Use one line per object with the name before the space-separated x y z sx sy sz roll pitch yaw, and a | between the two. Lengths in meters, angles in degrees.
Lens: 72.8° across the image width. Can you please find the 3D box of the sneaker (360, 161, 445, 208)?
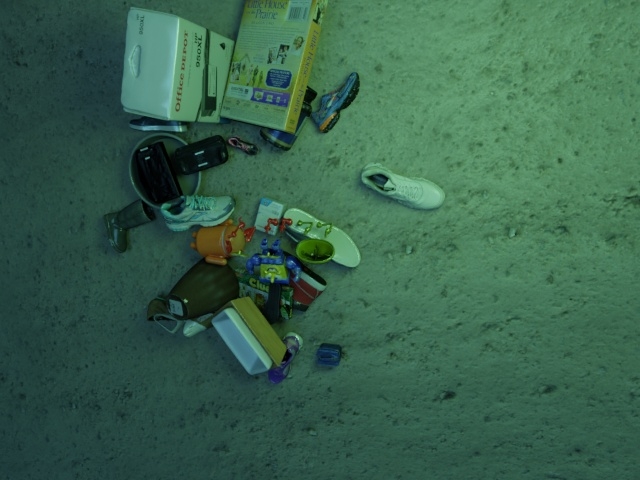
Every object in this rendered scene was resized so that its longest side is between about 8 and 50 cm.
sneaker | 0.266 -0.172 1.438 0.292 0.118 0.110 20 106 8

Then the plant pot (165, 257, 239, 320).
plant pot | -0.463 0.201 1.640 0.215 0.230 0.215 11 115 25

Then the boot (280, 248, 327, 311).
boot | -0.120 0.157 1.640 0.244 0.088 0.176 39 111 0

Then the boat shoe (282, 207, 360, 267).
boat shoe | 0.000 0.000 1.580 0.319 0.116 0.099 33 153 -2

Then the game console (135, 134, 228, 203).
game console | -0.506 -0.276 1.601 0.361 0.044 0.213 -15 102 12

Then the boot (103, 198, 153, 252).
boot | -0.771 -0.060 1.777 0.208 0.076 0.190 -16 101 11

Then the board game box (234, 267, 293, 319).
board game box | -0.222 0.203 1.665 0.259 0.030 0.136 17 118 24

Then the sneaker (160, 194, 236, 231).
sneaker | -0.456 -0.116 1.609 0.283 0.110 0.122 -16 142 4

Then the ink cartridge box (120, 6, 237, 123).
ink cartridge box | -0.428 -0.532 1.389 0.166 0.395 0.285 15 107 12

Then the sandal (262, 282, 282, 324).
sandal | -0.170 0.231 1.611 0.067 0.040 0.179 17 105 17

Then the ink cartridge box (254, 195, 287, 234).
ink cartridge box | -0.185 -0.092 1.612 0.088 0.052 0.122 21 107 10

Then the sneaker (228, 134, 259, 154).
sneaker | -0.282 -0.343 1.576 0.119 0.057 0.047 26 107 6

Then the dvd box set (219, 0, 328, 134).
dvd box set | -0.161 -0.579 1.402 0.307 0.062 0.420 20 100 32

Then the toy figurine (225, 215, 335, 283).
toy figurine | -0.129 0.062 1.505 0.362 0.191 0.217 2 135 4

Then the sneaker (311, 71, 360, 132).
sneaker | 0.047 -0.469 1.445 0.087 0.083 0.221 43 107 8

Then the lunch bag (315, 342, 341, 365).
lunch bag | 0.030 0.441 1.677 0.098 0.065 0.067 1 103 14

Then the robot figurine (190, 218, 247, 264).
robot figurine | -0.381 0.006 1.649 0.219 0.158 0.128 -2 120 16

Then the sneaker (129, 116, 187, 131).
sneaker | -0.607 -0.487 1.607 0.226 0.086 0.163 2 111 8

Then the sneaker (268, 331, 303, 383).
sneaker | -0.155 0.477 1.716 0.095 0.104 0.236 27 110 6

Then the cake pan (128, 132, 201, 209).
cake pan | -0.587 -0.263 1.665 0.293 0.054 0.293 2 104 8

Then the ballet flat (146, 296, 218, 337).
ballet flat | -0.562 0.323 1.769 0.342 0.124 0.116 11 150 13

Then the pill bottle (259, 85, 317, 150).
pill bottle | -0.105 -0.427 1.472 0.123 0.123 0.219 35 110 5

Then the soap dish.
soap dish | -0.268 0.355 1.632 0.291 0.118 0.229 54 144 1
